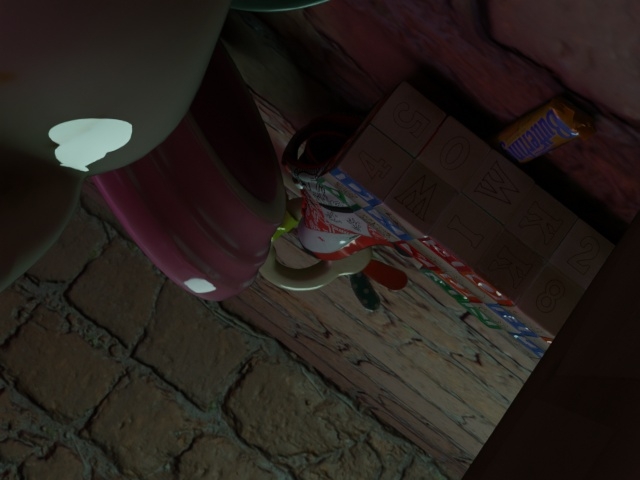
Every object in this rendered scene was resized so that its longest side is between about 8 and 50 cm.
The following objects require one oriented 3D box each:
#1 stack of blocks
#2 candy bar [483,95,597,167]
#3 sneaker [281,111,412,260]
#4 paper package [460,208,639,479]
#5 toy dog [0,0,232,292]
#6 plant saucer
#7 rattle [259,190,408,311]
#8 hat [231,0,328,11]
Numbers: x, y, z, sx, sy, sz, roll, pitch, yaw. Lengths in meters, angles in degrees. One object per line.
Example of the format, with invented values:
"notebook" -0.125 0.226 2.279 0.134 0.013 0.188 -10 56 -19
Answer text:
"stack of blocks" 0.142 0.005 0.897 0.297 0.087 0.171 37 173 -5
"candy bar" 0.153 -0.075 0.789 0.040 0.018 0.161 38 168 -5
"sneaker" 0.015 -0.056 1.080 0.145 0.090 0.270 44 164 -19
"paper package" 0.268 0.174 0.666 0.309 0.325 0.168 40 168 -15
"toy dog" -0.184 -0.203 0.299 0.284 0.395 0.408 10 162 29
"plant saucer" -0.125 -0.111 0.973 0.332 0.084 0.332 59 -167 -23
"rattle" 0.000 0.000 1.371 0.199 0.130 0.143 14 -171 -22
"hat" -0.035 -0.252 0.644 0.208 0.183 0.173 -15 132 16
